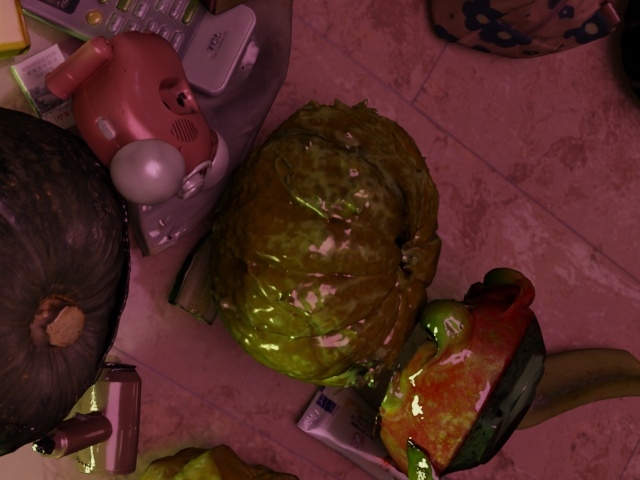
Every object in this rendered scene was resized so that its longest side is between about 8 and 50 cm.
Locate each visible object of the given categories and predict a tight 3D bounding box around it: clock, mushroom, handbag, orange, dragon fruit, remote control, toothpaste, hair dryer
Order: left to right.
[{"bbox_3d":[-0.238,0.189,1.092,0.064,0.182,0.117,4,90,14],"label":"hair dryer"},{"bbox_3d":[-0.196,-0.240,1.115,0.250,0.034,0.103,25,81,0],"label":"remote control"},{"bbox_3d":[-0.158,-0.114,1.023,0.093,0.166,0.162,-33,89,21],"label":"clock"},{"bbox_3d":[-0.114,-0.143,1.173,0.109,0.097,0.351,33,75,-17],"label":"mushroom"},{"bbox_3d":[0.000,0.000,1.135,0.300,0.223,0.301,-39,135,-59],"label":"orange"},{"bbox_3d":[0.106,0.283,1.311,0.314,0.058,0.056,41,115,-17],"label":"toothpaste"},{"bbox_3d":[0.160,0.163,1.205,0.130,0.295,0.268,32,73,20],"label":"dragon fruit"},{"bbox_3d":[0.253,-0.352,1.272,0.190,0.193,0.251,7,90,-28],"label":"handbag"}]

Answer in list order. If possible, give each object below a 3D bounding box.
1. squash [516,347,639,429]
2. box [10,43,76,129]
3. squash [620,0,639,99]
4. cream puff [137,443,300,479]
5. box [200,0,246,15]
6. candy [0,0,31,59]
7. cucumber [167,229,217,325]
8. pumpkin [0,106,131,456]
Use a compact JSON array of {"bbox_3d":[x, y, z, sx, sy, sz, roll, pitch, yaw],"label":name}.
[{"bbox_3d":[0.314,0.186,1.388,0.250,0.083,0.083,-8,96,-27],"label":"squash"},{"bbox_3d":[-0.280,-0.157,1.132,0.054,0.024,0.083,-33,105,-21],"label":"box"},{"bbox_3d":[0.512,-0.268,1.408,0.252,0.165,0.252,0,90,-27],"label":"squash"},{"bbox_3d":[-0.102,0.361,1.149,0.282,0.185,0.282,0,91,-28],"label":"cream puff"},{"bbox_3d":[-0.130,-0.344,1.113,0.120,0.069,0.224,-31,75,-26],"label":"box"},{"bbox_3d":[-0.425,-0.225,1.013,0.276,0.088,0.146,-14,96,-16],"label":"candy"},{"bbox_3d":[-0.129,0.032,1.203,0.067,0.035,0.107,33,77,-40],"label":"cucumber"},{"bbox_3d":[-0.322,0.039,0.995,0.291,0.257,0.327,-6,107,-59],"label":"pumpkin"}]
